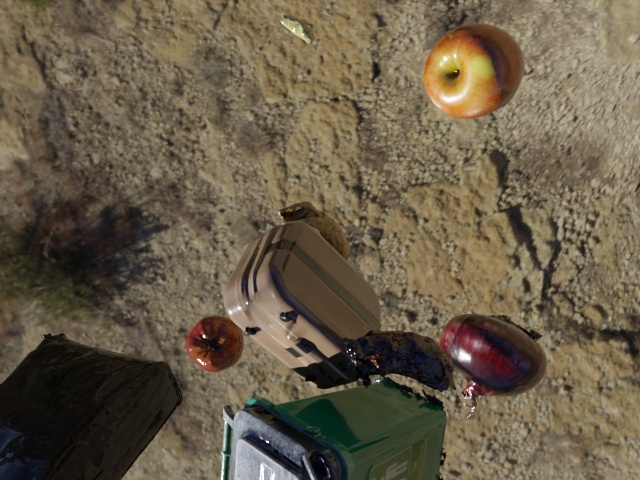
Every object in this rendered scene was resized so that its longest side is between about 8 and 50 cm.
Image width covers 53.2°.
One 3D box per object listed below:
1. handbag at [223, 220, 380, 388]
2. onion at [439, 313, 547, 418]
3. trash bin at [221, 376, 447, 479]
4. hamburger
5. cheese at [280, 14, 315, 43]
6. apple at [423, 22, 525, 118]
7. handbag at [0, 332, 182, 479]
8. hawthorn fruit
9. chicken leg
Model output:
[{"bbox_3d":[-0.016,0.095,1.184,0.149,0.283,0.302,-30,120,31],"label":"handbag"},{"bbox_3d":[0.421,0.317,1.625,0.273,0.273,0.285,24,81,21],"label":"onion"},{"bbox_3d":[0.030,0.401,1.163,0.295,0.381,0.259,16,105,44],"label":"trash bin"},{"bbox_3d":[0.000,0.000,1.732,0.131,0.262,0.124,-31,48,8],"label":"hamburger"},{"bbox_3d":[-0.046,-0.437,1.310,0.083,0.044,0.030,45,117,22],"label":"cheese"},{"bbox_3d":[0.260,-0.285,1.075,0.163,0.139,0.163,15,111,44],"label":"apple"},{"bbox_3d":[-0.301,0.202,0.694,0.223,0.247,0.080,8,128,26],"label":"handbag"},{"bbox_3d":[-0.225,0.216,1.389,0.125,0.140,0.125,4,120,7],"label":"hawthorn fruit"},{"bbox_3d":[0.138,0.200,1.067,0.234,0.063,0.105,9,116,-20],"label":"chicken leg"}]
